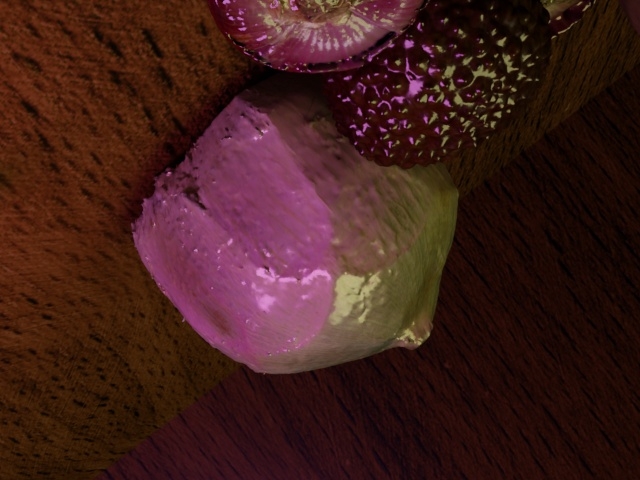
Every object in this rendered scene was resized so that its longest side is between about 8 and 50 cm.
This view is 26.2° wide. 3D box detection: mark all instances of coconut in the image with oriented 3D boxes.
[{"bbox_3d":[0.000,0.000,1.768,0.404,0.404,0.404,-36,167,-10],"label":"coconut"}]

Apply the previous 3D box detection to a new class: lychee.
[{"bbox_3d":[0.127,-0.221,1.534,0.276,0.276,0.304,-17,140,-58],"label":"lychee"}]

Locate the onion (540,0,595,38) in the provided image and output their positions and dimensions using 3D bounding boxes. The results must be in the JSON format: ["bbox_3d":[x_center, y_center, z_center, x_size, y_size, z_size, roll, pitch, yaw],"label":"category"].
[{"bbox_3d":[0.250,-0.343,1.720,0.248,0.161,0.248,-34,156,-18],"label":"onion"}]

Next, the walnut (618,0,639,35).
[{"bbox_3d":[0.555,-0.412,1.860,0.381,0.381,0.381,-36,167,-10],"label":"walnut"}]

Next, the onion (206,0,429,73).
[{"bbox_3d":[-0.001,-0.276,1.305,0.230,0.163,0.230,-4,137,-3],"label":"onion"}]
